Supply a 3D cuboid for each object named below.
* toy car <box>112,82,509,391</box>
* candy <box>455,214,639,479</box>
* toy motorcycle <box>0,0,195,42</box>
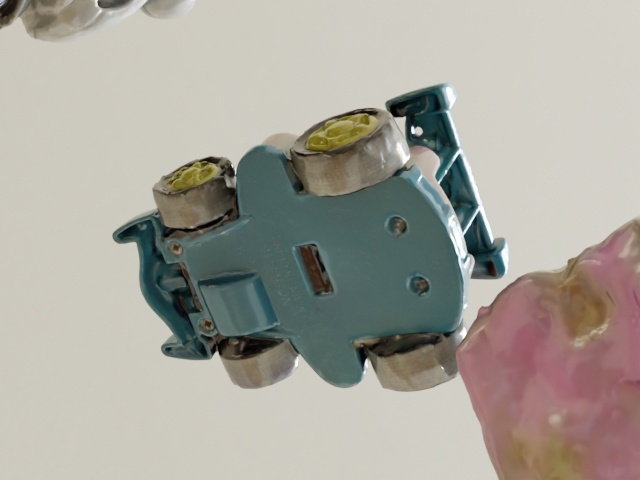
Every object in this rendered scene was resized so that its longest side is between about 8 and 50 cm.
[{"bbox_3d":[0.000,0.000,0.889,0.098,0.161,0.126,-51,-54,-52],"label":"toy car"},{"bbox_3d":[0.195,0.070,0.831,0.265,0.116,0.155,-3,-121,-49],"label":"candy"},{"bbox_3d":[-0.102,-0.173,0.916,0.151,0.074,0.229,42,-118,-31],"label":"toy motorcycle"}]
